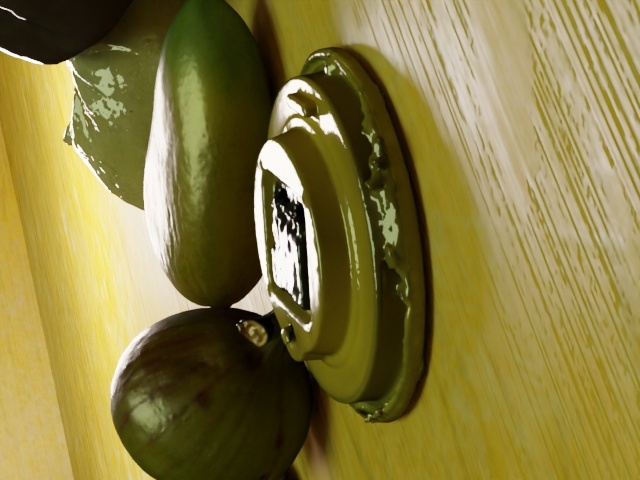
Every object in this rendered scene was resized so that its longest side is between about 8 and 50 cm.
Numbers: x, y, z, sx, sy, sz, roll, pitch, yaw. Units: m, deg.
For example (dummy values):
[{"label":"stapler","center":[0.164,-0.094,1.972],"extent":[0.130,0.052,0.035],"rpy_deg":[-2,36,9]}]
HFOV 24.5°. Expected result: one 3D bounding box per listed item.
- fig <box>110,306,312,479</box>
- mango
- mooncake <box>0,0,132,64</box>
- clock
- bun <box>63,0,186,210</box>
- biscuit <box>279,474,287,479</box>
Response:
[{"label":"fig","center":[-0.070,0.096,1.065],"extent":[0.186,0.148,0.142],"rpy_deg":[-55,49,21]},{"label":"mango","center":[-0.078,-0.057,1.076],"extent":[0.137,0.091,0.237],"rpy_deg":[-123,28,-42]},{"label":"mooncake","center":[-0.201,-0.260,1.159],"extent":[0.245,0.133,0.245],"rpy_deg":[-40,40,44]},{"label":"clock","center":[0.000,0.000,0.896],"extent":[0.237,0.057,0.237],"rpy_deg":[172,90,-73]},{"label":"bun","center":[-0.162,-0.129,1.256],"extent":[0.222,0.127,0.222],"rpy_deg":[168,90,-75]},{"label":"biscuit","center":[-0.065,0.192,1.243],"extent":[0.208,0.047,0.164],"rpy_deg":[126,133,-69]}]
